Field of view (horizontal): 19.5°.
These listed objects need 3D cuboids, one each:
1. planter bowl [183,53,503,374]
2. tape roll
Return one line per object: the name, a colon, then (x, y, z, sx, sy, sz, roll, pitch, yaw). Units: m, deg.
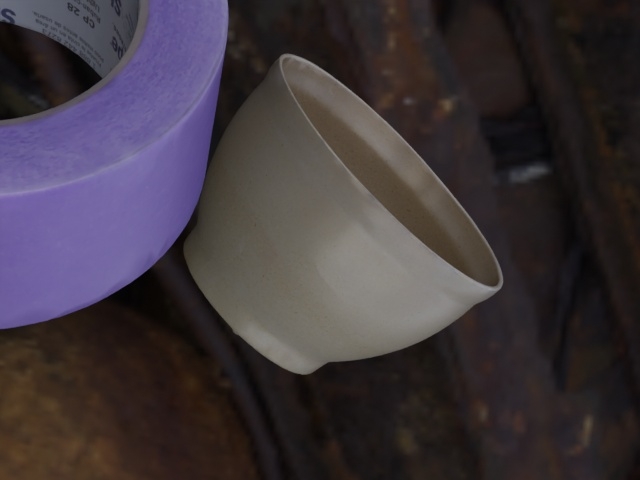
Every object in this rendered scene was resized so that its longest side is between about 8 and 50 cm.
planter bowl: (0.000, 0.000, 0.955, 0.109, 0.162, 0.162, -44, 144, 14)
tape roll: (-0.131, -0.065, 0.688, 0.189, 0.189, 0.080, -52, 166, -36)
